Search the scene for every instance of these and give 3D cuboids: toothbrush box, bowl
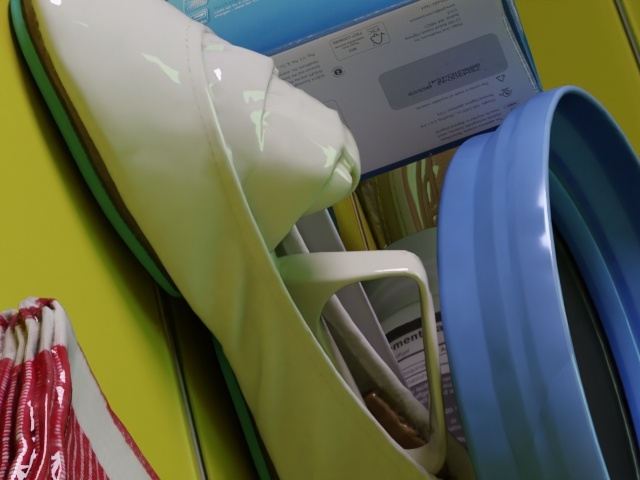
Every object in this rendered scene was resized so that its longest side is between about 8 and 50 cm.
[{"bbox_3d":[0.013,-0.179,1.230,0.295,0.216,0.126,-100,167,-49],"label":"toothbrush box"},{"bbox_3d":[0.174,0.102,1.083,0.391,0.077,0.391,50,31,-45],"label":"bowl"}]

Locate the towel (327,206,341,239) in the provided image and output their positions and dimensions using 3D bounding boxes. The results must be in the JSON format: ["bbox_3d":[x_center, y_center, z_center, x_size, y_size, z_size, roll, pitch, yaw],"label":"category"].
[{"bbox_3d":[0.000,0.000,1.345,0.067,0.029,0.119,53,19,-61],"label":"towel"}]

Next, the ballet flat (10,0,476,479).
[{"bbox_3d":[-0.019,0.007,0.945,0.139,0.139,0.400,-92,160,-60],"label":"ballet flat"}]

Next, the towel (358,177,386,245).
[{"bbox_3d":[0.087,-0.049,1.646,0.027,0.148,0.110,-27,91,-37],"label":"towel"}]

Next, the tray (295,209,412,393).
[{"bbox_3d":[-0.024,0.009,1.070,0.145,0.030,0.270,25,-36,57],"label":"tray"}]

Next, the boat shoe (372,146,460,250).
[{"bbox_3d":[0.098,0.043,1.579,0.122,0.110,0.341,-54,136,-38],"label":"boat shoe"}]

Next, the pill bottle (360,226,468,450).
[{"bbox_3d":[0.108,0.135,1.261,0.162,0.162,0.278,59,17,-48],"label":"pill bottle"}]

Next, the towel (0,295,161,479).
[{"bbox_3d":[-0.060,0.199,0.627,0.329,0.037,0.237,-97,164,-53],"label":"towel"}]
